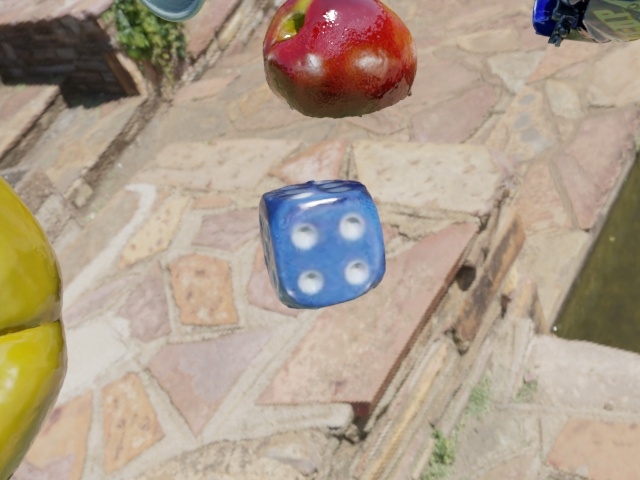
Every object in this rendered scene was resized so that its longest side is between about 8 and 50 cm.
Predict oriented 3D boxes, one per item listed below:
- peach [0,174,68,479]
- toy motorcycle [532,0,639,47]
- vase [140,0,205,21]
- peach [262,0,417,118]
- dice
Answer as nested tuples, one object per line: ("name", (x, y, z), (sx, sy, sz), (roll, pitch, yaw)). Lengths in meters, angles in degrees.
("peach", (-0.242, 0.049, 0.340), (0.153, 0.251, 0.251), (7, 48, 34))
("toy motorcycle", (0.192, -0.201, 0.469), (0.168, 0.315, 0.113), (5, 79, 41))
("vase", (-0.134, -0.433, 0.997), (0.143, 0.143, 0.299), (3, 37, 35))
("peach", (0.049, -0.366, 1.450), (0.281, 0.338, 0.281), (-16, 65, 38))
("dice", (0.000, 0.000, 0.932), (0.146, 0.146, 0.143), (-11, 16, -13))
